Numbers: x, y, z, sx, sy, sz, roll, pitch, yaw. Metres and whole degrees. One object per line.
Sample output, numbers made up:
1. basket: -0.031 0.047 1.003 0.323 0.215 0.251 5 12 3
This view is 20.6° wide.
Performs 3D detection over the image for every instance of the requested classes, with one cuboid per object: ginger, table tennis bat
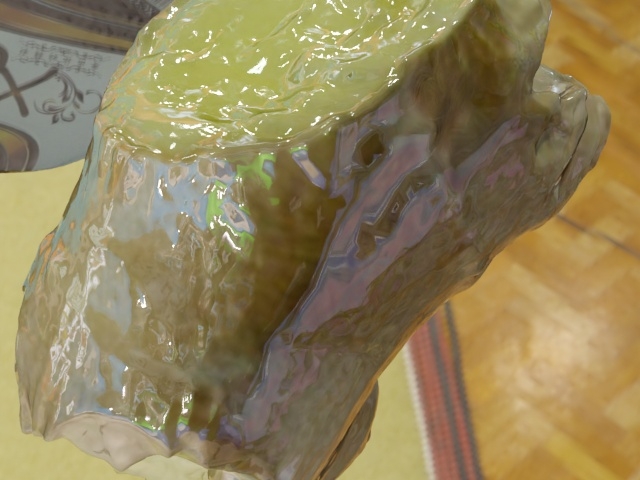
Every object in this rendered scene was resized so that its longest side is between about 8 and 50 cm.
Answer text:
1. ginger: 0.000 0.000 0.682 0.275 0.221 0.130 -29 36 -23
2. table tennis bat: -0.097 -0.129 0.842 0.173 0.301 0.022 35 30 -43
